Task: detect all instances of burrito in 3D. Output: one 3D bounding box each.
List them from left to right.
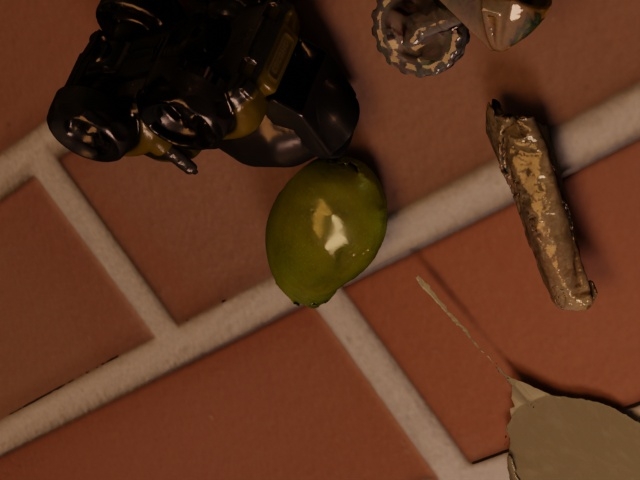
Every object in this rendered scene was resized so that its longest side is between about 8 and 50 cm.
[{"bbox_3d":[0.162,-0.024,1.421,0.051,0.042,0.171,28,139,66],"label":"burrito"}]

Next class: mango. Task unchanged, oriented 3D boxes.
[{"bbox_3d":[0.000,0.000,1.557,0.091,0.074,0.165,34,137,13],"label":"mango"}]

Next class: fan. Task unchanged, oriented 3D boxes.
[{"bbox_3d":[0.179,0.142,1.558,0.310,0.010,0.182,50,138,-6],"label":"fan"}]

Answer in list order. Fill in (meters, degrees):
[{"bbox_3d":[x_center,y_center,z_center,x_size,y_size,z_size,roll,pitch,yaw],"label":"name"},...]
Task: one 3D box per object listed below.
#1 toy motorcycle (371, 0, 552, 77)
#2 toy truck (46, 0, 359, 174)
[{"bbox_3d":[0.093,-0.220,1.307,0.130,0.094,0.229,9,113,30],"label":"toy motorcycle"},{"bbox_3d":[-0.090,-0.113,1.514,0.224,0.147,0.165,-7,142,43],"label":"toy truck"}]
